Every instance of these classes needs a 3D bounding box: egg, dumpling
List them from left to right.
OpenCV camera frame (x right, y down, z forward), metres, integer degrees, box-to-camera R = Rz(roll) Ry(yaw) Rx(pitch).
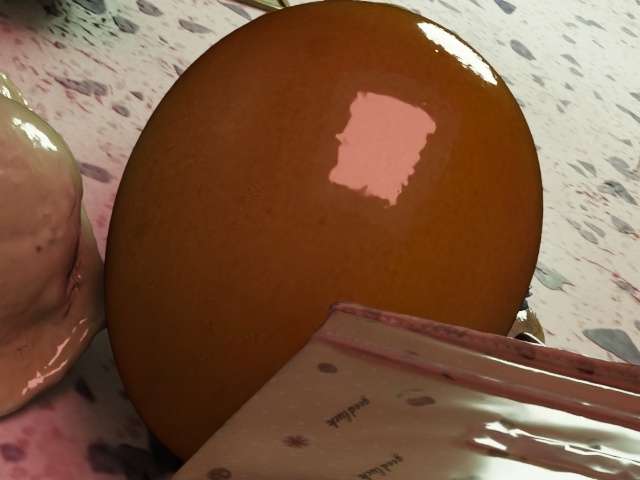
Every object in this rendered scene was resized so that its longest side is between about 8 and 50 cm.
[{"bbox_3d":[-0.201,0.010,0.688,0.179,0.131,0.252,59,32,-16],"label":"dumpling"},{"bbox_3d":[0.000,0.000,0.751,0.250,0.250,0.322,30,53,-3],"label":"egg"}]

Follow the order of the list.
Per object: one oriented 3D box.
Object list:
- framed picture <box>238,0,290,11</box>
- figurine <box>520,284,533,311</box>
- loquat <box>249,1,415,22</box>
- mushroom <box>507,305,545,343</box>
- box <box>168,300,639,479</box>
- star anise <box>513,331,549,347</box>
[{"bbox_3d":[-0.117,-0.319,1.399,0.136,0.010,0.201,12,34,-34],"label":"framed picture"},{"bbox_3d":[0.074,0.025,0.960,0.114,0.145,0.178,62,0,-16],"label":"figurine"},{"bbox_3d":[0.017,-0.108,1.010,0.187,0.176,0.234,-30,32,-25],"label":"loquat"},{"bbox_3d":[0.140,0.118,0.926,0.059,0.054,0.202,20,35,-10],"label":"mushroom"},{"bbox_3d":[0.096,0.184,0.485,0.297,0.225,0.190,12,22,21],"label":"box"},{"bbox_3d":[0.161,0.185,0.732,0.282,0.129,0.212,56,28,-31],"label":"star anise"}]
